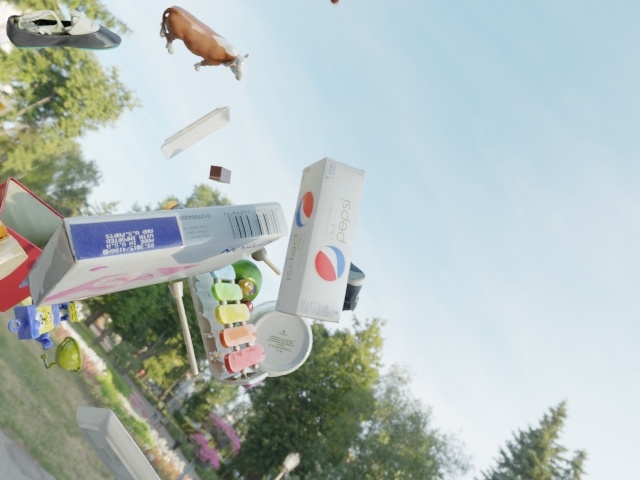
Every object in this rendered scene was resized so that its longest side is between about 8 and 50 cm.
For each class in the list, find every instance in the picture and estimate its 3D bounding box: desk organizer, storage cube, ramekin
[{"bbox_3d":[-0.363,-0.239,1.576,0.047,0.050,0.130,8,2,3],"label":"desk organizer"},{"bbox_3d":[-0.719,0.009,0.991,0.215,0.193,0.183,56,2,-46],"label":"storage cube"},{"bbox_3d":[-0.151,0.343,1.512,0.273,0.273,0.127,50,-18,-5],"label":"ramekin"}]

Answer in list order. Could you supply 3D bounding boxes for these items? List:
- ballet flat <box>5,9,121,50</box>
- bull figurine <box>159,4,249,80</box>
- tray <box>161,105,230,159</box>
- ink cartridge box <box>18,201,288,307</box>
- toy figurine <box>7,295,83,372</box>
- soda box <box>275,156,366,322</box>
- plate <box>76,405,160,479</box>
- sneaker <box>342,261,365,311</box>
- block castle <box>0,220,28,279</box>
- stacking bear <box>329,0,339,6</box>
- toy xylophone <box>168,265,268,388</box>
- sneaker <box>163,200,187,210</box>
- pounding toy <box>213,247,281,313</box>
[{"bbox_3d":[-0.506,-0.418,0.857,0.074,0.203,0.074,169,-90,-67],"label":"ballet flat"},{"bbox_3d":[-0.389,-0.643,1.438,0.188,0.101,0.310,-5,-30,46],"label":"bull figurine"},{"bbox_3d":[-0.434,-0.381,1.507,0.030,0.270,0.145,54,-12,-1],"label":"tray"},{"bbox_3d":[-0.273,0.032,0.709,0.330,0.324,0.071,-27,-102,45],"label":"ink cartridge box"},{"bbox_3d":[-0.934,0.285,1.415,0.217,0.191,0.362,-11,95,-79],"label":"toy figurine"},{"bbox_3d":[0.000,0.000,0.604,0.069,0.216,0.074,16,-11,-27],"label":"soda box"},{"bbox_3d":[-0.570,0.585,1.202,0.278,0.045,0.277,-19,-76,43],"label":"plate"},{"bbox_3d":[0.053,0.124,1.341,0.226,0.086,0.163,-126,-142,-52],"label":"sneaker"},{"bbox_3d":[-0.499,-0.114,0.354,0.303,0.213,0.453,32,-36,22],"label":"block castle"},{"bbox_3d":[-0.071,-0.636,0.897,0.289,0.175,0.164,16,14,-7],"label":"stacking bear"},{"bbox_3d":[-0.217,0.176,0.947,0.236,0.081,0.322,0,71,-81],"label":"toy xylophone"},{"bbox_3d":[-0.443,-0.007,1.293,0.083,0.215,0.084,21,13,-1],"label":"sneaker"},{"bbox_3d":[-0.231,0.148,1.385,0.110,0.237,0.183,40,-14,47],"label":"pounding toy"}]
